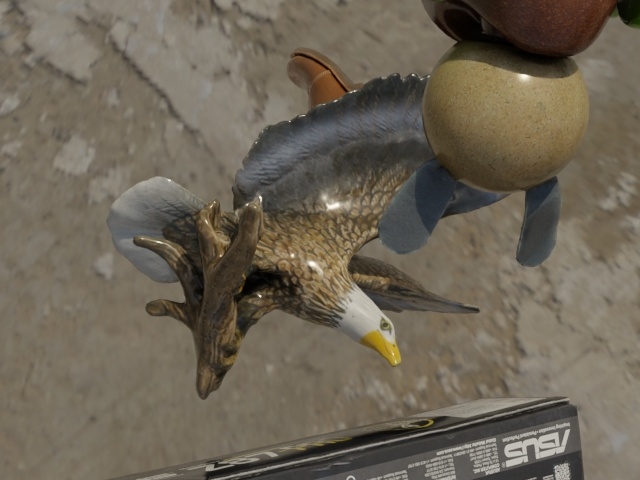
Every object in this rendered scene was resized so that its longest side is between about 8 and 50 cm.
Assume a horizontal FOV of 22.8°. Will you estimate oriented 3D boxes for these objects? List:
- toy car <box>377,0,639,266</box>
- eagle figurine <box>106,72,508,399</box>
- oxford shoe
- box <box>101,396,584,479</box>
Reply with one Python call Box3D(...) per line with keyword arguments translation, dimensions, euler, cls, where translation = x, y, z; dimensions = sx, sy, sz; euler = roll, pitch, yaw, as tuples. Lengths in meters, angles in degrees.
Box3D(translation=(0.094, -0.081, 0.843), dimensions=(0.155, 0.149, 0.188), euler=(6, 102, -14), cls="toy car")
Box3D(translation=(0.006, 0.010, 1.259), dimensions=(0.298, 0.226, 0.225), euler=(-30, 100, -42), cls="eagle figurine")
Box3D(translation=(0.009, -0.132, 1.569), dimensions=(0.076, 0.212, 0.076), euler=(-48, 126, 3), cls="oxford shoe")
Box3D(translation=(0.018, 0.279, 0.978), dimensions=(0.395, 0.097, 0.318), euler=(-7, 90, -41), cls="box")
